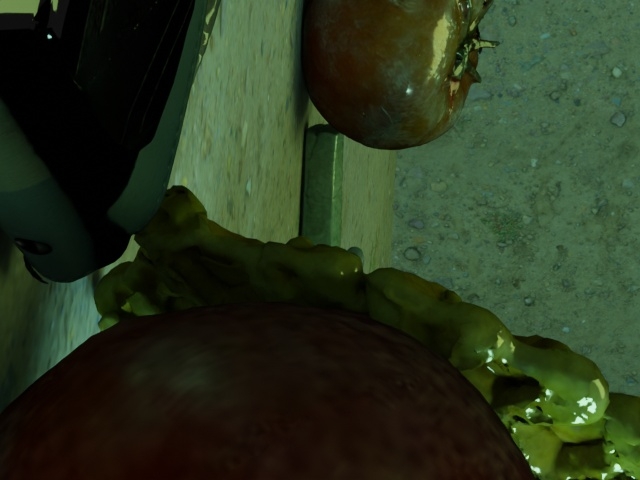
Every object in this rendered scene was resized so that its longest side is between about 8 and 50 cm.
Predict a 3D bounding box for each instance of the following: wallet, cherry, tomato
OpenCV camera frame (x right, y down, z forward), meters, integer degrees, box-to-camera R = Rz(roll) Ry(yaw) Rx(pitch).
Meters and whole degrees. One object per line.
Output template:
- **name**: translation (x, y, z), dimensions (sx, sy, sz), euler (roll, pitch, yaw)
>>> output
- **wallet**: translation (-0.077, -0.093, 0.421), dimensions (0.231, 0.069, 0.170), euler (75, 26, -71)
- **cherry**: translation (-0.015, 0.143, 0.454), dimensions (0.239, 0.206, 0.239), euler (170, -90, -78)
- **tomato**: translation (0.067, -0.168, 1.301), dimensions (0.214, 0.180, 0.155), euler (82, 21, -53)

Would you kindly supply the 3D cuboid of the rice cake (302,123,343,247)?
- **rice cake**: translation (0.000, 0.000, 1.433), dimensions (0.045, 0.042, 0.245), euler (-66, 161, -65)

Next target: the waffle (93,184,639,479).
- **waffle**: translation (0.029, 0.078, 0.615), dimensions (0.291, 0.291, 0.051), euler (85, 28, -62)

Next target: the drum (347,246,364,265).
- **drum**: translation (0.031, 0.088, 1.793), dimensions (0.253, 0.049, 0.130), euler (-49, 144, -80)
